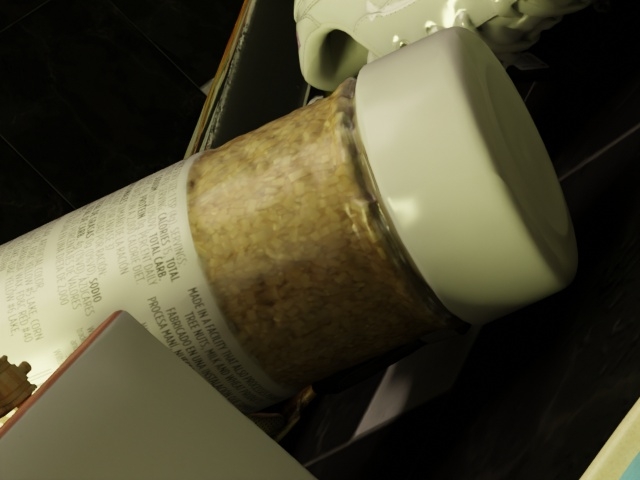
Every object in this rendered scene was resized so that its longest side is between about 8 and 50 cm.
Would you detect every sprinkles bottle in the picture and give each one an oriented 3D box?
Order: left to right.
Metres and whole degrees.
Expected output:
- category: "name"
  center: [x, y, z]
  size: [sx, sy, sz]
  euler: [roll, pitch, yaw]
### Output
- category: "sprinkles bottle"
  center: [-0.068, 0.030, 0.715]
  size: [0.355, 0.121, 0.121]
  euler: [-24, 20, 18]

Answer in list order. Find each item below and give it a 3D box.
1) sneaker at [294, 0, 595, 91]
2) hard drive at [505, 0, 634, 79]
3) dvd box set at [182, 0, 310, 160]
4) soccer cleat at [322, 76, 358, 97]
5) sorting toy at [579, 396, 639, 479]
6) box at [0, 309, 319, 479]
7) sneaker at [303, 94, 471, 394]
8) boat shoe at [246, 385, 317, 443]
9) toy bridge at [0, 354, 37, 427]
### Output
- category: "sneaker"
  center: [0.101, -0.135, 0.799]
  size: [0.305, 0.114, 0.152]
  euler: [1, 82, 48]
- category: "hard drive"
  center: [0.197, -0.253, 0.967]
  size: [0.339, 0.064, 0.237]
  euler: [-55, 9, 1]
- category: "dvd box set"
  center: [-0.092, -0.013, 1.266]
  size: [0.420, 0.062, 0.307]
  euler: [118, 168, -51]
- category: "soccer cleat"
  center: [0.048, -0.115, 1.206]
  size: [0.121, 0.093, 0.289]
  euler: [-42, 19, 41]
- category: "sorting toy"
  center: [0.061, 0.130, 0.384]
  size: [0.193, 0.038, 0.208]
  euler: [-55, 9, 7]
- category: "box"
  center: [-0.137, 0.217, 0.616]
  size: [0.215, 0.168, 0.345]
  euler: [-49, 2, -42]
- category: "sneaker"
  center: [0.000, 0.000, 0.845]
  size: [0.106, 0.078, 0.234]
  euler: [-37, 31, 10]
- category: "boat shoe"
  center: [-0.065, 0.083, 0.989]
  size: [0.324, 0.122, 0.120]
  euler: [-53, 16, 19]
- category: "toy bridge"
  center: [-0.141, 0.078, 0.548]
  size: [0.063, 0.026, 0.188]
  euler: [-45, 2, 23]
